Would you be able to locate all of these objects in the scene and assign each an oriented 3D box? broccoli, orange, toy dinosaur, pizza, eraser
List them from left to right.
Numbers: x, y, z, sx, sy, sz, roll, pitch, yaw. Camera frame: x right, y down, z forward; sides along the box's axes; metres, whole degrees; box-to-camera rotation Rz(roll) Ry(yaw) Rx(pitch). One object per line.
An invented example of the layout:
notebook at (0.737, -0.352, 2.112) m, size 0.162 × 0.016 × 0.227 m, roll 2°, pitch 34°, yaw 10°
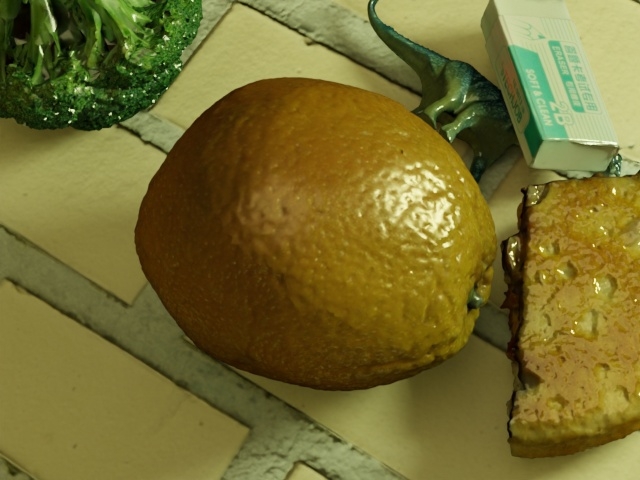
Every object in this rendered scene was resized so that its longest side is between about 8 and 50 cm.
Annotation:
broccoli at (-0.287, -0.254, 2.101) m, size 0.308 × 0.275 × 0.308 m, roll -22°, pitch 43°, yaw 22°
orange at (0.000, 0.000, 1.900) m, size 0.357 × 0.322 × 0.322 m, roll 24°, pitch 71°, yaw 10°
toy dinosaur at (0.159, -0.148, 2.073) m, size 0.363 × 0.076 × 0.147 m, roll 38°, pitch 58°, yaw 22°
eraser at (0.249, -0.173, 2.041) m, size 0.095 × 0.052 × 0.225 m, roll 1°, pitch 50°, yaw -18°
pizza at (0.306, 0.052, 1.925) m, size 0.277 × 0.114 × 0.409 m, roll 31°, pitch 73°, yaw 21°
